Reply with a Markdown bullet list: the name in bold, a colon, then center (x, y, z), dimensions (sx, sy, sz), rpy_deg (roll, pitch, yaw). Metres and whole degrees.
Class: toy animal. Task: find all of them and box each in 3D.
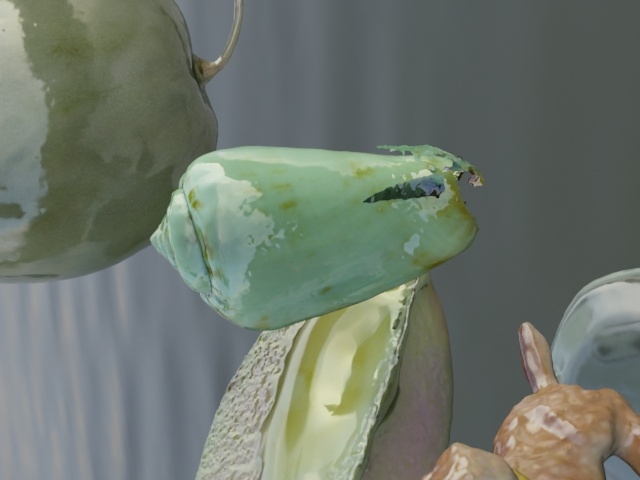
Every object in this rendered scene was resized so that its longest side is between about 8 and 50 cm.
- **toy animal**: center (0.099, 0.132, 1.047), dimensions (0.184, 0.185, 0.104), rpy_deg (61, 140, 27)

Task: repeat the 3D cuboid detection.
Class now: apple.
- **apple**: center (0.003, 0.149, 1.370), dimensions (0.193, 0.120, 0.265), rpy_deg (-9, 54, 45)

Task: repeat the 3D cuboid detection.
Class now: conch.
- **conch**: center (0.000, 0.000, 0.918), dimensions (0.105, 0.170, 0.079), rpy_deg (73, -164, -45)

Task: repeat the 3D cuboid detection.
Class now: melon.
- **melon**: center (-0.221, -0.091, 1.382), dimensions (0.272, 0.308, 0.271), rpy_deg (2, -90, -76)

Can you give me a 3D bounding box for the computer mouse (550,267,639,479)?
- **computer mouse**: center (0.308, 0.120, 1.191), dimensions (0.095, 0.331, 0.197), rpy_deg (-38, -41, -68)
